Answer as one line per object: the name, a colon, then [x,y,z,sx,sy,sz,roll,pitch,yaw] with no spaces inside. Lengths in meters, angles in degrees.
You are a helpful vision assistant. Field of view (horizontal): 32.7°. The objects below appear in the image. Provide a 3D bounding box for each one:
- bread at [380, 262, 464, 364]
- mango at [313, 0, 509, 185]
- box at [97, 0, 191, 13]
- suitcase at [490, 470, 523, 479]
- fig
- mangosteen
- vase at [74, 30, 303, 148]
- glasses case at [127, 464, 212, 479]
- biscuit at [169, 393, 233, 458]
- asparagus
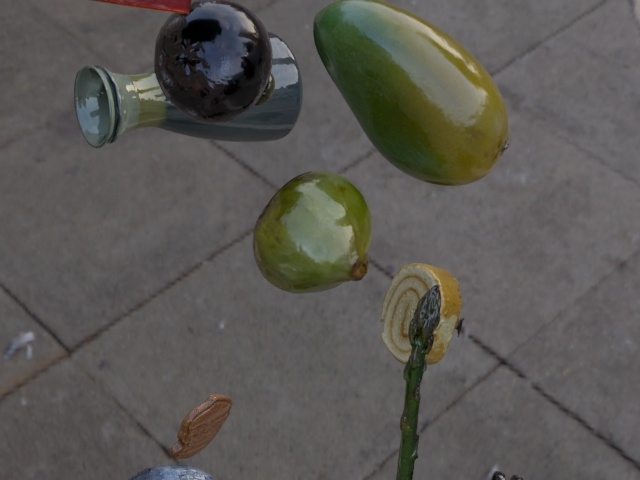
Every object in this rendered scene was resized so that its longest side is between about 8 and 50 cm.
bread: [0.150,0.109,1.634,0.073,0.149,0.122,9,15,-44]
mango: [0.099,-0.164,1.170,0.251,0.156,0.114,51,58,-13]
box: [-0.275,-0.357,1.113,0.313,0.197,0.089,5,27,-18]
suitcase: [0.267,0.443,1.029,0.283,0.194,0.434,11,37,-3]
fig: [-0.010,-0.006,1.156,0.120,0.136,0.153,23,24,-9]
mangosteen: [-0.121,-0.213,1.305,0.152,0.152,0.152,1,50,-1]
vase: [-0.198,-0.215,1.633,0.321,0.173,0.173,-14,50,-36]
glasses case: [-0.262,0.408,1.704,0.109,0.282,0.067,17,58,-25]
biscuit: [-0.182,0.289,1.691,0.019,0.130,0.102,41,27,25]
asparagus: [0.066,0.133,0.791,0.022,0.233,0.023,28,36,36]
